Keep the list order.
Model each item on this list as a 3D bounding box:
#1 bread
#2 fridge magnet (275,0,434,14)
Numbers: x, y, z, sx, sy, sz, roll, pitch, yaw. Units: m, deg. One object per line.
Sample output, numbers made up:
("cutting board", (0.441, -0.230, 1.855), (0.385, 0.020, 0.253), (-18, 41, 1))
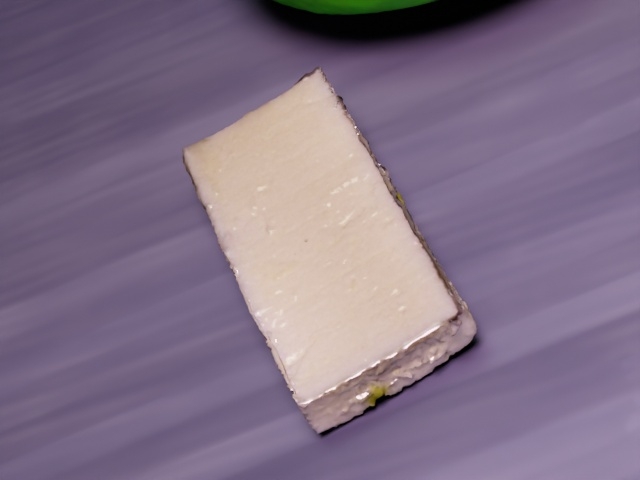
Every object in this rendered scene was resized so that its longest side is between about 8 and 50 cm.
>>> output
("bread", (0.000, 0.000, 0.644), (0.068, 0.028, 0.153), (-30, 44, 1))
("fridge magnet", (0.041, -0.177, 0.739), (0.208, 0.088, 0.208), (-15, 46, 16))
